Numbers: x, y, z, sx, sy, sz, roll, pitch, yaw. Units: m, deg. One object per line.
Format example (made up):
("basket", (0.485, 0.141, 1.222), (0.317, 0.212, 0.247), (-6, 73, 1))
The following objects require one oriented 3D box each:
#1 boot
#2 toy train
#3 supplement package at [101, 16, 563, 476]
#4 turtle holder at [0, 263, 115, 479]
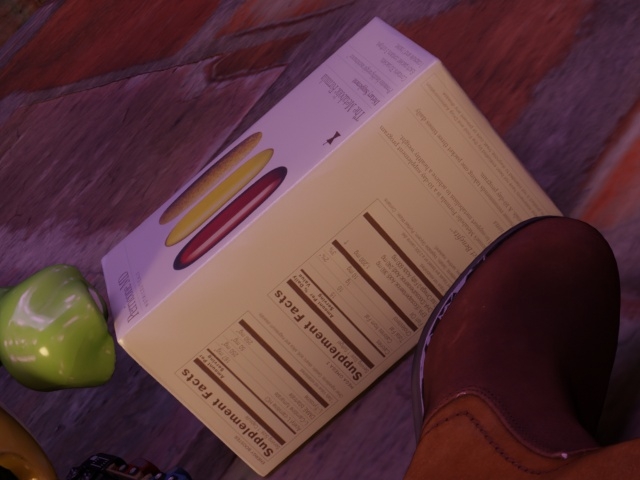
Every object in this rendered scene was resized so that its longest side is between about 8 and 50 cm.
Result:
("boot", (0.104, 0.074, 0.495), (0.264, 0.096, 0.280), (-54, 7, -23))
("toy train", (-0.123, 0.162, 0.885), (0.036, 0.027, 0.158), (-42, 21, -27))
("supplement package", (0.000, 0.000, 0.832), (0.244, 0.134, 0.139), (-41, 24, 3))
("turtle holder", (-0.235, 0.185, 0.786), (0.320, 0.243, 0.227), (-35, 27, -29))
